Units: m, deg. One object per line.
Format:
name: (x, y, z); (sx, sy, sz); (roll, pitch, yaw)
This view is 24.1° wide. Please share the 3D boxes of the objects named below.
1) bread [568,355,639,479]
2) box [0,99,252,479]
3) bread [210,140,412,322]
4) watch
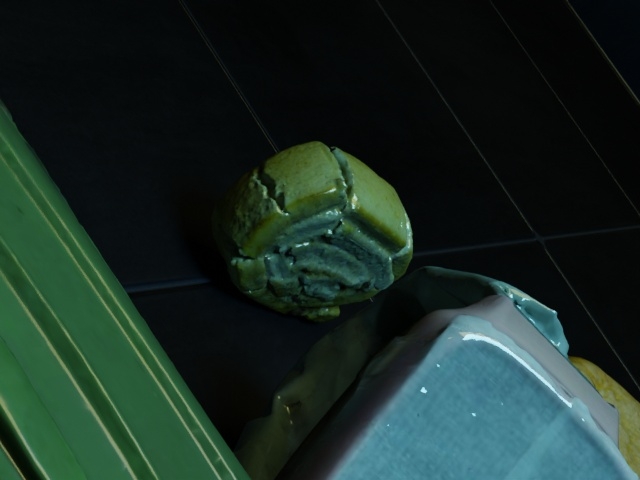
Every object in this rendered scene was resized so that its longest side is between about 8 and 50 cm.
bread: (0.192, 0.255, 0.997); (0.328, 0.148, 0.337); (47, 24, -2)
box: (-0.169, 0.088, 0.512); (0.328, 0.178, 0.253); (54, 21, 10)
bread: (0.000, 0.000, 1.033); (0.156, 0.117, 0.064); (27, 32, -46)
watch: (0.031, 0.123, 0.793); (0.161, 0.253, 0.241); (48, -19, -16)
